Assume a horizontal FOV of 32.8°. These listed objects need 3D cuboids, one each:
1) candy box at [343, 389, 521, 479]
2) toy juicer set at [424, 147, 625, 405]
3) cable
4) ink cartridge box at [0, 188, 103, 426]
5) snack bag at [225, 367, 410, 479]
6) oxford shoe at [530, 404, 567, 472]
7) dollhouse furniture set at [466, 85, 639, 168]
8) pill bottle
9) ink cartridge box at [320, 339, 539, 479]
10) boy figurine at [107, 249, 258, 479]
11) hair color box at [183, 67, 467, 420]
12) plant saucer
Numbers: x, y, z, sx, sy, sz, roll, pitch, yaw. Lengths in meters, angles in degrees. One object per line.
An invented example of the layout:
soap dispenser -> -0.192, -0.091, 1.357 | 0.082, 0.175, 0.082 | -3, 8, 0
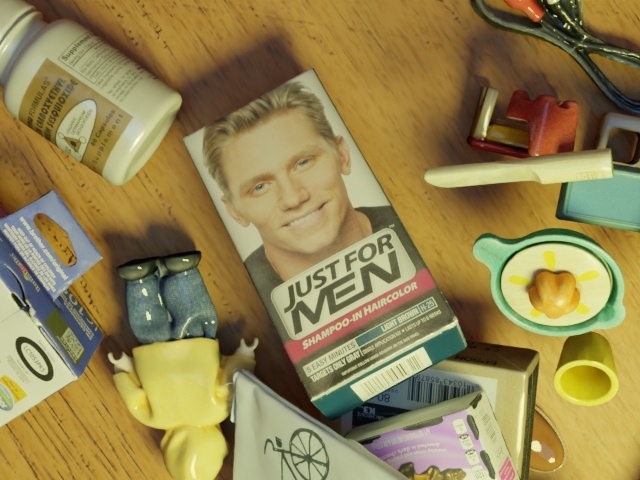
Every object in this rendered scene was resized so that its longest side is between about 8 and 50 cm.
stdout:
candy box -> 0.129, 0.279, 1.158 | 0.165, 0.070, 0.196 | -22, 92, 25
toy juicer set -> 0.271, 0.028, 1.100 | 0.209, 0.089, 0.329 | -24, 118, 30
cable -> 0.286, -0.247, 1.267 | 0.139, 0.072, 0.287 | -37, 93, 7
ink cartridge box -> -0.437, 0.097, 1.214 | 0.395, 0.151, 0.270 | -32, 102, 9
snack bag -> 0.012, 0.342, 1.178 | 0.037, 0.343, 0.323 | -18, 122, -40
oxford shoe -> 0.210, 0.206, 1.290 | 0.212, 0.076, 0.076 | 41, 91, -3
dollhouse furniture set -> 0.351, -0.061, 1.213 | 0.374, 0.201, 0.152 | 12, 98, 1
pill bottle -> -0.286, -0.176, 1.241 | 0.229, 0.131, 0.131 | 35, 93, -2
ink cartridge box -> 0.119, 0.208, 1.235 | 0.235, 0.088, 0.193 | 6, 103, 19
boy figurine -> -0.155, 0.156, 1.279 | 0.177, 0.092, 0.285 | -12, 94, 1
hair color box -> 0.000, 0.000, 1.193 | 0.174, 0.105, 0.347 | -29, 65, 1
plant saucer -> 0.343, -0.038, 1.114 | 0.192, 0.018, 0.067 | 10, 98, 7
